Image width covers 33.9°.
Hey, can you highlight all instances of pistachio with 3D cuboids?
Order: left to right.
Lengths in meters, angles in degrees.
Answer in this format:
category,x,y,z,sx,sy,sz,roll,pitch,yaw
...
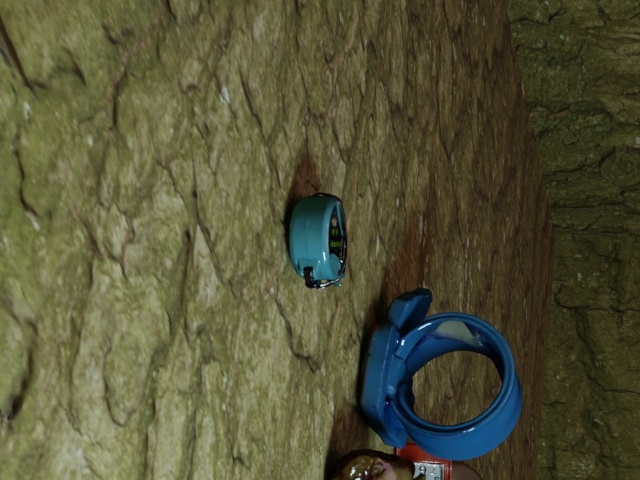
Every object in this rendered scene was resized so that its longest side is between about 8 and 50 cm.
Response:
category,x,y,z,sx,sy,sz,roll,pitch,yaw
pistachio,0.080,0.407,1.733,0.165,0.130,0.210,-39,142,-11

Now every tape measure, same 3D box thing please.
category,x,y,z,sx,sy,sz,roll,pitch,yaw
tape measure,0.000,0.000,1.550,0.125,0.081,0.146,8,83,-73

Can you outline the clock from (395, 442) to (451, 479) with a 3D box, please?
category,x,y,z,sx,sy,sz,roll,pitch,yaw
clock,0.201,0.480,2.080,0.061,0.113,0.155,83,11,-81

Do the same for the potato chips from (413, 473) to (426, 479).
category,x,y,z,sx,sy,sz,roll,pitch,yaw
potato chips,0.150,0.645,1.992,0.057,0.080,0.406,-26,119,-84

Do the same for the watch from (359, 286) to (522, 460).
category,x,y,z,sx,sy,sz,roll,pitch,yaw
watch,0.230,0.233,1.905,0.241,0.275,0.305,59,42,-55

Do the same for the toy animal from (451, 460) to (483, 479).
category,x,y,z,sx,sy,sz,roll,pitch,yaw
toy animal,0.275,0.542,2.212,0.166,0.154,0.250,50,4,23
